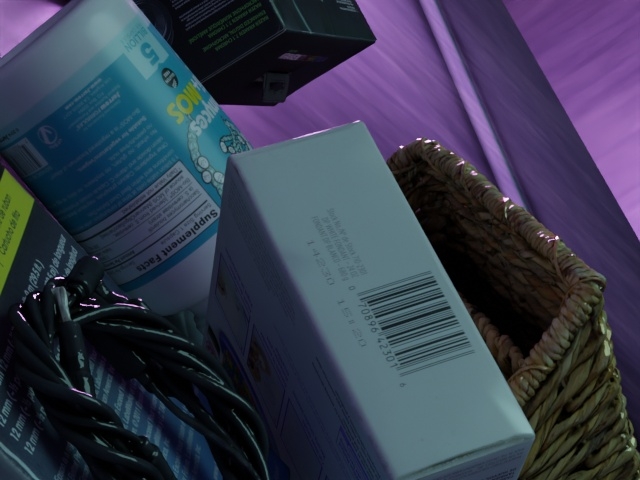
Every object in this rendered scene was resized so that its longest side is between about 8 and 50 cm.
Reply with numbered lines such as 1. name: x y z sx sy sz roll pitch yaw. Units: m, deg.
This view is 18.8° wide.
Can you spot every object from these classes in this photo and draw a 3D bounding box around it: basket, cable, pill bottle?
1. basket: 0.079 0.094 1.470 0.299 0.213 0.223 48 -19 54
2. cable: -0.087 0.093 1.011 0.184 0.047 0.150 53 16 -4
3. pill bottle: -0.125 -0.047 1.412 0.264 0.146 0.146 51 16 -14

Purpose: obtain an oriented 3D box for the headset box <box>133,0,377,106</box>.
1. headset box: -0.092 -0.257 1.748 0.283 0.131 0.246 62 19 6

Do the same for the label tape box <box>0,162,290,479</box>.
1. label tape box: -0.166 0.103 1.056 0.347 0.115 0.249 46 17 -18

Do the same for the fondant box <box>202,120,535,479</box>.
1. fondant box: 0.013 0.117 1.241 0.330 0.096 0.238 104 -35 -55
